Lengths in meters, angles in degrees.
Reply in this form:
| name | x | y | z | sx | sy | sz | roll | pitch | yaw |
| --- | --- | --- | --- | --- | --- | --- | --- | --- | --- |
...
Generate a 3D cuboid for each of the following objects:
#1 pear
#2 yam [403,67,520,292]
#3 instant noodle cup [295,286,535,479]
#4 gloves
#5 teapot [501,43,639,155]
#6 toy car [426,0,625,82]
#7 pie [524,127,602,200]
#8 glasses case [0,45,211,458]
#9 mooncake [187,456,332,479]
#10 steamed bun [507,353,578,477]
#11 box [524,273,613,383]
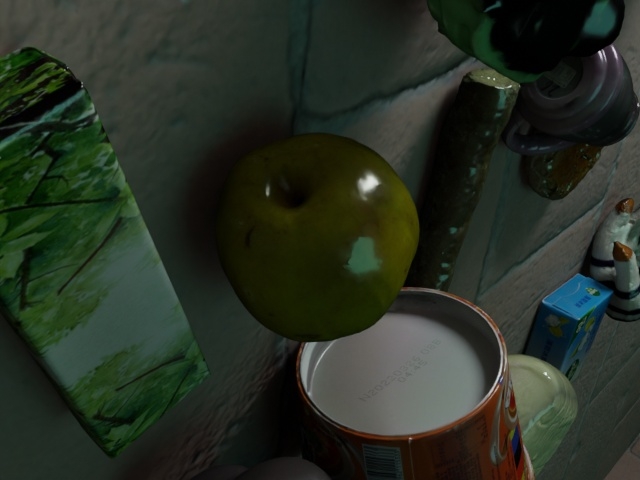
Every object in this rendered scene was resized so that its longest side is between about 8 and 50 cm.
| name | x | y | z | sx | sy | sz | roll | pitch | yaw |
| --- | --- | --- | --- | --- | --- | --- | --- | --- | --- |
| pear | 0.000 | 0.000 | 0.639 | 0.149 | 0.149 | 0.162 | -51 | 144 | -15 |
| yam | 0.136 | -0.043 | 0.895 | 0.061 | 0.061 | 0.274 | -22 | 134 | -47 |
| instant noodle cup | 0.086 | 0.181 | 0.849 | 0.250 | 0.250 | 0.192 | -39 | 136 | -32 |
| gloves | 0.527 | 0.026 | 1.510 | 0.140 | 0.131 | 0.219 | -28 | 113 | -26 |
| teapot | 0.283 | -0.144 | 0.957 | 0.146 | 0.116 | 0.148 | 19 | 106 | -49 |
| toy car | 0.189 | -0.304 | 0.646 | 0.213 | 0.176 | 0.359 | 0 | 122 | -60 |
| pie | 0.325 | -0.146 | 1.107 | 0.195 | 0.046 | 0.195 | -34 | 138 | -37 |
| glasses case | -0.146 | 0.023 | 0.520 | 0.095 | 0.062 | 0.272 | -39 | 144 | -22 |
| mooncake | -0.044 | 0.339 | 0.733 | 0.154 | 0.306 | 0.306 | -26 | 136 | -52 |
| steamed bun | 0.235 | 0.262 | 1.217 | 0.250 | 0.155 | 0.200 | -57 | 148 | 8 |
| box | 0.415 | 0.171 | 1.491 | 0.139 | 0.073 | 0.194 | -26 | 136 | -45 |
